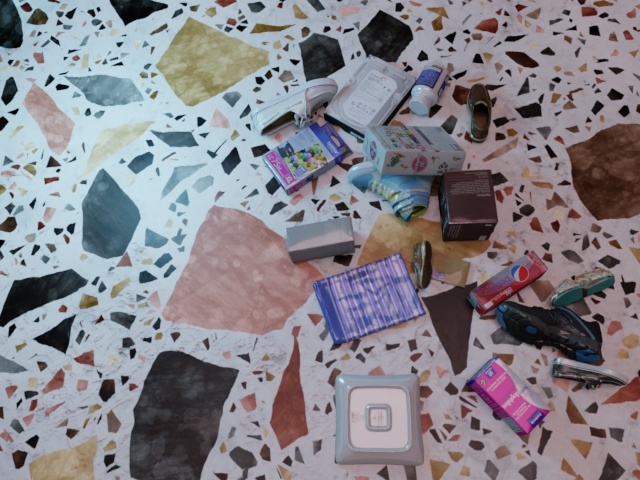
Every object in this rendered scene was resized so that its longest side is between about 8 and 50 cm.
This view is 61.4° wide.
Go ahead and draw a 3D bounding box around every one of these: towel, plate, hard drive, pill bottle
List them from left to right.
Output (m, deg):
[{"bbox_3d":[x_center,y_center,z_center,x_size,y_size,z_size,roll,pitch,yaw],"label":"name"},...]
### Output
[{"bbox_3d":[0.164,0.197,1.862,0.336,0.040,0.243,-19,69,-3],"label":"towel"},{"bbox_3d":[0.201,-0.566,2.150,0.237,0.064,0.339,34,74,16],"label":"hard drive"},{"bbox_3d":[0.184,0.564,1.711,0.278,0.045,0.277,-1,69,5],"label":"plate"},{"bbox_3d":[0.422,-0.592,2.114,0.112,0.112,0.187,25,72,14],"label":"pill bottle"}]

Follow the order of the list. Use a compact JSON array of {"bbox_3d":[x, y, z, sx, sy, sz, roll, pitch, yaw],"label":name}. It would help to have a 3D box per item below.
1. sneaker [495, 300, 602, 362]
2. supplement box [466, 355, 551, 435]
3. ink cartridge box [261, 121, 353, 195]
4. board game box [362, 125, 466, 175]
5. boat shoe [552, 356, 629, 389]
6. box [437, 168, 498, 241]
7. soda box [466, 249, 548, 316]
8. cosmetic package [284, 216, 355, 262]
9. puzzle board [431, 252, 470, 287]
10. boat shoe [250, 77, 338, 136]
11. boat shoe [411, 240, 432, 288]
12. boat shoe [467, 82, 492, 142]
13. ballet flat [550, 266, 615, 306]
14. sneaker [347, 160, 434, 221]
[{"bbox_3d":[0.742,0.274,1.755,0.340,0.125,0.140,25,54,10],"label":"sneaker"},{"bbox_3d":[0.581,0.483,1.673,0.111,0.114,0.220,-41,72,-12],"label":"supplement box"},{"bbox_3d":[-0.049,-0.332,2.081,0.311,0.065,0.186,-33,70,-10],"label":"ink cartridge box"},{"bbox_3d":[0.331,-0.325,1.933,0.303,0.098,0.224,-1,34,-15],"label":"board game box"},{"bbox_3d":[0.845,0.431,1.694,0.219,0.078,0.070,11,69,18],"label":"boat shoe"},{"bbox_3d":[0.511,-0.121,1.888,0.167,0.168,0.203,-2,68,4],"label":"box"},{"bbox_3d":[0.628,0.146,1.812,0.263,0.092,0.083,-31,68,-7],"label":"soda box"},{"bbox_3d":[0.000,0.000,1.908,0.238,0.127,0.107,-7,68,0],"label":"cosmetic package"},{"bbox_3d":[0.453,0.105,1.888,0.128,0.011,0.096,15,72,11],"label":"puzzle board"},{"bbox_3d":[-0.086,-0.502,2.111,0.367,0.136,0.156,-21,68,-1],"label":"boat shoe"},{"bbox_3d":[0.351,0.087,1.882,0.060,0.064,0.178,-13,59,37],"label":"boat shoe"},{"bbox_3d":[0.621,-0.508,2.072,0.095,0.095,0.258,0,68,5],"label":"boat shoe"},{"bbox_3d":[0.865,0.154,1.807,0.241,0.091,0.077,-18,38,-7],"label":"ballet flat"},{"bbox_3d":[0.251,-0.173,1.956,0.319,0.127,0.208,4,67,7],"label":"sneaker"}]
